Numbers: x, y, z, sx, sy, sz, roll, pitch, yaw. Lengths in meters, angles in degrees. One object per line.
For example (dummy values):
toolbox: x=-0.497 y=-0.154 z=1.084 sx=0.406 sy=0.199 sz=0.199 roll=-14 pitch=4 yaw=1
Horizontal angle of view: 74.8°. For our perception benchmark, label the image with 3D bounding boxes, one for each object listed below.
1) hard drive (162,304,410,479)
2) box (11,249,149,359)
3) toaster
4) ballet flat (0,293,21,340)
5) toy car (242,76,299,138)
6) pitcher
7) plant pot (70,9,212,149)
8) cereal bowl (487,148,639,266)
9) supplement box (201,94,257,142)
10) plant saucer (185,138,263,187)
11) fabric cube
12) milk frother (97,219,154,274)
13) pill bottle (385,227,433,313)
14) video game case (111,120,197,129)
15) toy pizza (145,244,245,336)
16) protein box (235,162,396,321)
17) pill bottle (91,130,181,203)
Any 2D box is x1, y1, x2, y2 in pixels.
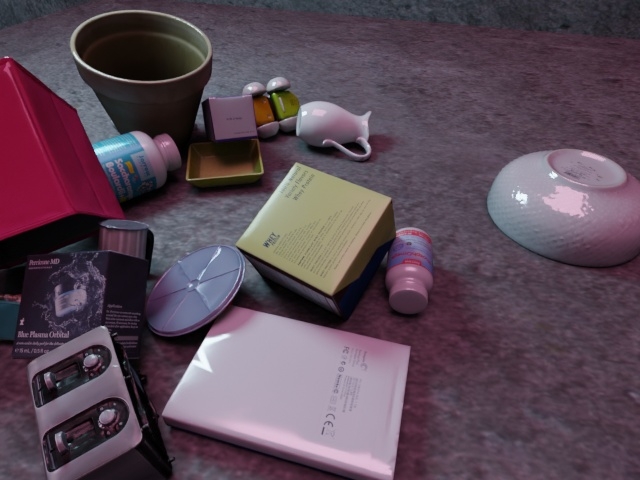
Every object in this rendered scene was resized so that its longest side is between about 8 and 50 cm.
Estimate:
hard drive: x=-0.038 y=0.216 z=0.632 sx=0.319 sy=0.040 sz=0.210 roll=11 pitch=42 yaw=11
box: x=-0.364 y=0.102 z=0.644 sx=0.156 sy=0.093 sz=0.158 roll=-4 pitch=76 yaw=15
toaster: x=-0.270 y=0.228 z=0.527 sx=0.110 sy=0.185 sz=0.168 roll=-23 pitch=54 yaw=-21
ballet flat: x=-0.554 y=0.125 z=0.703 sx=0.241 sy=0.091 sz=0.077 roll=-2 pitch=19 yaw=-9
toy car: x=-0.156 y=-0.395 z=1.276 sx=0.182 sy=0.159 sz=0.136 roll=-23 pitch=10 yaw=-24
pitcher: x=0.041 y=-0.305 z=1.185 sx=0.208 sy=0.125 sz=0.177 roll=5 pitch=56 yaw=-12
plant pot: x=-0.450 y=-0.394 z=1.118 sx=0.324 sy=0.280 sz=0.322 roll=6 pitch=52 yaw=-8
cereal bowl: x=0.564 y=-0.105 z=0.936 sx=0.340 sy=0.141 sz=0.338 roll=1 pitch=41 yaw=-1
supplement box: x=-0.253 y=-0.330 z=1.143 sx=0.112 sy=0.113 sz=0.220 roll=-11 pitch=17 yaw=-18
plant saucer: x=-0.249 y=-0.198 z=1.100 sx=0.189 sy=0.045 sz=0.188 roll=-7 pitch=41 yaw=-8
fabric cube: x=-0.543 y=-0.109 z=0.729 sx=0.255 sy=0.257 sz=0.259 roll=-22 pitch=2 yaw=-8
milk frother: x=-0.388 y=0.028 z=0.765 sx=0.143 sy=0.134 sz=0.129 roll=8 pitch=9 yaw=-9
pill bottle: x=0.166 y=0.055 z=0.784 sx=0.087 sy=0.087 sz=0.160 roll=7 pitch=42 yaw=7
video game case: x=-0.515 y=-0.360 z=1.300 sx=0.202 sy=0.023 sz=0.183 roll=-27 pitch=48 yaw=-29
toy pizza: x=-0.220 y=0.089 z=0.752 sx=0.202 sy=0.032 sz=0.201 roll=-17 pitch=41 yaw=15
protein box: x=0.000 y=0.000 z=0.762 sx=0.201 sy=0.136 sz=0.199 roll=25 pitch=70 yaw=24
pill bottle: x=-0.470 y=-0.168 z=0.986 sx=0.264 sy=0.146 sz=0.146 roll=-31 pitch=50 yaw=-30
